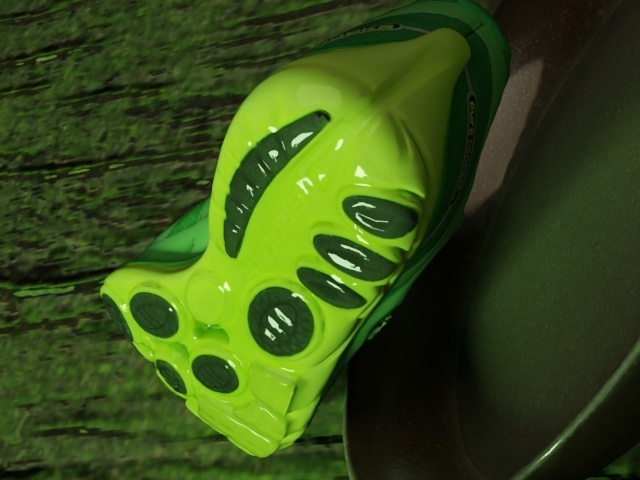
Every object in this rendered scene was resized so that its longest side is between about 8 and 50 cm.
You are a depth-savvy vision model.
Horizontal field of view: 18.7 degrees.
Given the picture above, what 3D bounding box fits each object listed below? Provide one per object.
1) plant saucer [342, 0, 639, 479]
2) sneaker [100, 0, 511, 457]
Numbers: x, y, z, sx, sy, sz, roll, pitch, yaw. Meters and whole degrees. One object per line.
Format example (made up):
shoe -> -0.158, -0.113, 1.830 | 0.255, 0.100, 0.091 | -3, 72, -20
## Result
plant saucer -> 0.106, -0.029, 0.723 | 0.310, 0.050, 0.310 | -57, 16, 27
sneaker -> 0.000, 0.000, 0.793 | 0.123, 0.109, 0.295 | -41, -3, -31
